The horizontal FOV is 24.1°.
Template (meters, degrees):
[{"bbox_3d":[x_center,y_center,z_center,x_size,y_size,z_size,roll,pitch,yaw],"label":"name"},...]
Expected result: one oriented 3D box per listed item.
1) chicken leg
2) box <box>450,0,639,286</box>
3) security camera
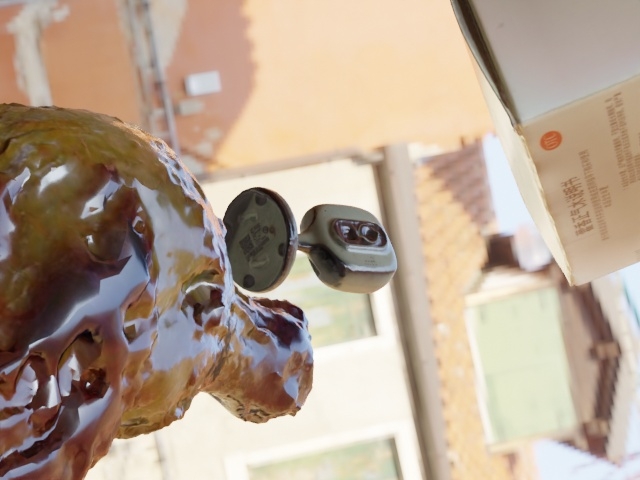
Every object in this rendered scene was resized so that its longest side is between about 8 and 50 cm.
[{"bbox_3d":[-0.083,0.052,0.421,0.322,0.083,0.177,-51,137,-52],"label":"chicken leg"},{"bbox_3d":[0.153,-0.075,0.623,0.212,0.168,0.095,51,17,-67],"label":"box"},{"bbox_3d":[0.000,0.000,0.783,0.058,0.092,0.058,2,-87,47],"label":"security camera"}]
